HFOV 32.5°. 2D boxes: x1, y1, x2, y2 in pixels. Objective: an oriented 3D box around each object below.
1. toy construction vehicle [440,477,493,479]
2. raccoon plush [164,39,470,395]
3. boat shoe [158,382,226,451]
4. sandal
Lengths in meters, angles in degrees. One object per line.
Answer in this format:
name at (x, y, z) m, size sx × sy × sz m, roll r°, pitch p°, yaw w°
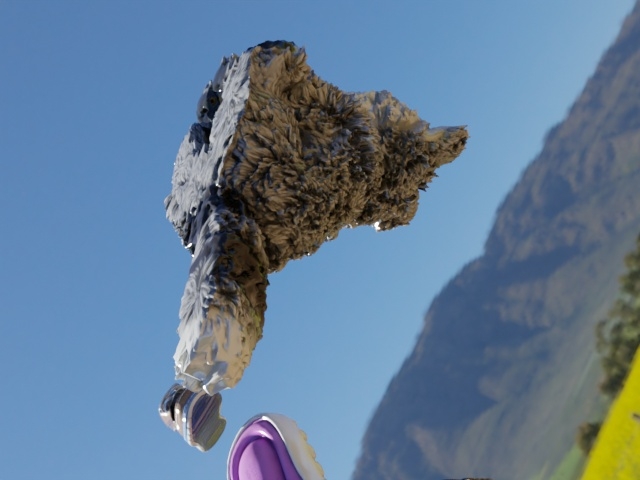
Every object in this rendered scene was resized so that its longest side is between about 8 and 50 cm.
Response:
toy construction vehicle at (0.088, 0.188, 0.777) m, size 0.098 × 0.086 × 0.035 m, roll 13°, pitch -110°, yaw -42°
raccoon plush at (0.000, 0.000, 1.160) m, size 0.216 × 0.299 × 0.446 m, roll -37°, pitch 39°, yaw 53°
boat shoe at (-0.160, 0.208, 1.318) m, size 0.066 × 0.066 × 0.183 m, roll -55°, pitch -13°, yaw -22°
sandal at (-0.034, 0.328, 1.119) m, size 0.102 × 0.416 × 0.169 m, roll 17°, pitch -74°, yaw -30°
